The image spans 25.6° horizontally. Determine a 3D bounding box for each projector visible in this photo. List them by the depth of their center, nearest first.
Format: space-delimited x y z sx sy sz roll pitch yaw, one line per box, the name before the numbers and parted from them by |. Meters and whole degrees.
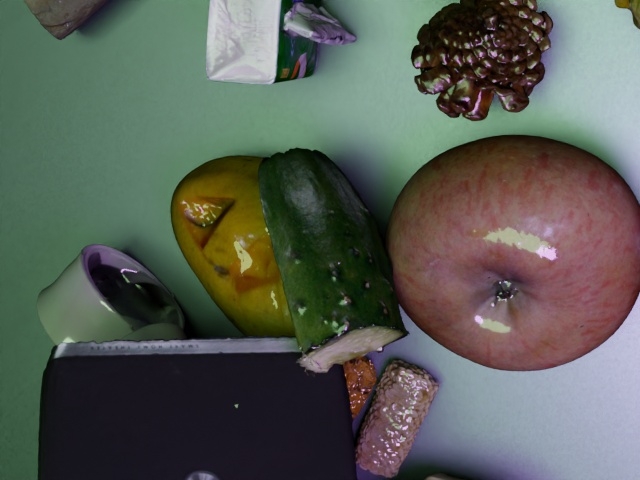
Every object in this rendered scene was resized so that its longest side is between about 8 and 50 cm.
projector | -0.158 0.347 1.783 0.395 0.242 0.405 -1 67 -12

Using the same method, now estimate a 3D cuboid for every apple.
apple | 0.246 0.020 1.816 0.345 0.269 0.344 3 100 16

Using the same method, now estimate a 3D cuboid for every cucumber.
cucumber | 0.002 -0.002 1.788 0.145 0.105 0.325 -20 59 6

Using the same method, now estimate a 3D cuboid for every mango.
mango | -0.058 0.021 1.971 0.365 0.182 0.253 37 111 21

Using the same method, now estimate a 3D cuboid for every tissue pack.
tissue pack | -0.049 -0.287 1.895 0.156 0.209 0.148 4 99 14

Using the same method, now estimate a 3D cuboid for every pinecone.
pinecone | 0.206 -0.238 1.840 0.179 0.195 0.150 -50 117 -18

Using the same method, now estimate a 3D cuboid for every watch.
watch | -0.294 0.138 2.051 0.196 0.244 0.231 -46 62 15

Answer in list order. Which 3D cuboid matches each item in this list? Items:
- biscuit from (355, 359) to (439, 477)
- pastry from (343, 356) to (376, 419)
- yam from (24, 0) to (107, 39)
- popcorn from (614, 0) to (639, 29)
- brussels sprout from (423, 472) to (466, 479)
biscuit | 0.103 0.253 2.003 0.082 0.070 0.168 25 103 3
pastry | 0.030 0.221 2.028 0.080 0.056 0.140 45 115 14
yam | -0.321 -0.418 1.985 0.268 0.161 0.161 -35 87 19
popcorn | 0.493 -0.353 1.655 0.290 0.326 0.321 23 110 12
brussels sprout | 0.194 0.490 1.923 0.328 0.247 0.327 -2 83 12
